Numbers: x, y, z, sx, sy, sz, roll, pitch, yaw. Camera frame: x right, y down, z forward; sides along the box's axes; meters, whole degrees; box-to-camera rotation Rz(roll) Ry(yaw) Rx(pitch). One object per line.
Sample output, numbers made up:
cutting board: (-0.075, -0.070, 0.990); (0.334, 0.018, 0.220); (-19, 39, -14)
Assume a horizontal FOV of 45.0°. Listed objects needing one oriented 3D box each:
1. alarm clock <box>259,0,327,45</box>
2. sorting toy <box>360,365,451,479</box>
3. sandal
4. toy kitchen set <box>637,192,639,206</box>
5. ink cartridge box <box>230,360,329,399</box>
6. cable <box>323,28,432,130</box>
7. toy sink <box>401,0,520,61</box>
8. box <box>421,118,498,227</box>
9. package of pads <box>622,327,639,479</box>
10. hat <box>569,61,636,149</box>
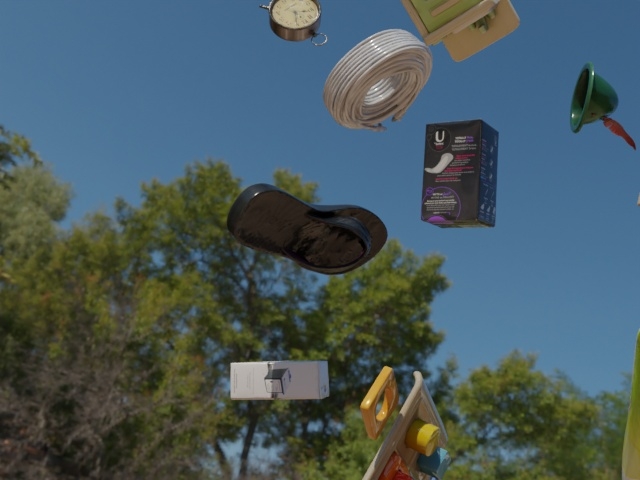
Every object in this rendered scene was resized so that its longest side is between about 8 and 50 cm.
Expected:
alarm clock: (-0.051, -0.538, 1.903); (0.192, 0.129, 0.064); (48, -19, 23)
sorting toy: (0.114, 0.286, 0.958); (0.047, 0.196, 0.348); (14, -30, 30)
sandal: (-0.002, 0.002, 1.605); (0.445, 0.167, 0.107); (11, 22, -47)
toy kitchen set: (0.762, -0.101, 1.707); (0.083, 0.068, 0.075); (24, -23, -8)
ink cartridge box: (-0.085, 0.300, 1.660); (0.190, 0.082, 0.139); (-4, -9, 7)
cable: (0.128, -0.350, 1.693); (0.257, 0.089, 0.257); (-8, -31, -48)
toy sink: (0.250, -0.459, 1.460); (0.153, 0.131, 0.234); (-26, -78, 30)
box: (0.377, -0.175, 2.082); (0.165, 0.270, 0.143); (1, -7, 32)
package of pads: (0.473, 0.219, 0.891); (0.229, 0.101, 0.296); (14, -55, 36)
hat: (0.714, -0.329, 1.865); (0.183, 0.173, 0.208); (9, 0, 5)
